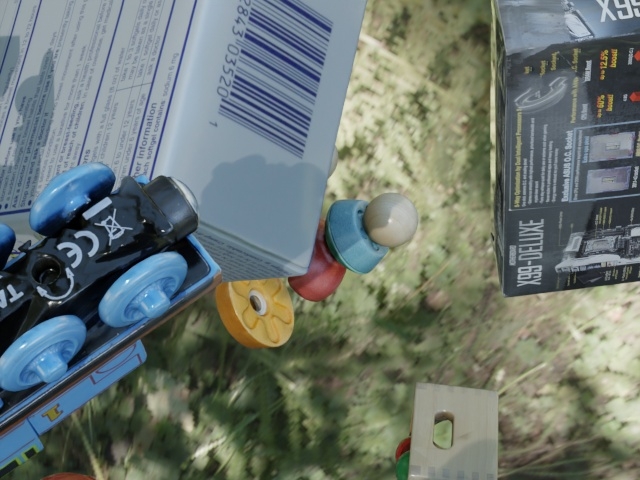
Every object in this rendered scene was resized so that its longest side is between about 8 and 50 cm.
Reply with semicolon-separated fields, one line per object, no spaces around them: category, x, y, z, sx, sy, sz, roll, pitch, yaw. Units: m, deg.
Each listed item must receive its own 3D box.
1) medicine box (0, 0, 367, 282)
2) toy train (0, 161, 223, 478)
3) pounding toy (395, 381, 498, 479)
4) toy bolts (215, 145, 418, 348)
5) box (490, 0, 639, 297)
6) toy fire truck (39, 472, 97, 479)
medicine box;-0.130;-0.110;1.055;0.149;0.289;0.263;27;68;-40
toy train;-0.128;0.041;0.605;0.184;0.105;0.080;-36;71;-14
pounding toy;0.118;0.242;1.399;0.094;0.206;0.181;6;37;3
toy bolts;0.000;0.000;1.493;0.228;0.158;0.218;18;54;-49
box;0.257;-0.082;1.109;0.242;0.307;0.076;-7;52;2
toy fire truck;-0.251;0.330;1.084;0.254;0.169;0.302;-10;58;-50
